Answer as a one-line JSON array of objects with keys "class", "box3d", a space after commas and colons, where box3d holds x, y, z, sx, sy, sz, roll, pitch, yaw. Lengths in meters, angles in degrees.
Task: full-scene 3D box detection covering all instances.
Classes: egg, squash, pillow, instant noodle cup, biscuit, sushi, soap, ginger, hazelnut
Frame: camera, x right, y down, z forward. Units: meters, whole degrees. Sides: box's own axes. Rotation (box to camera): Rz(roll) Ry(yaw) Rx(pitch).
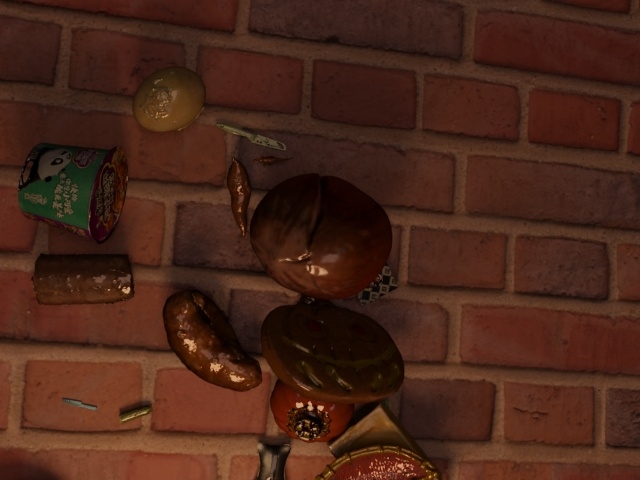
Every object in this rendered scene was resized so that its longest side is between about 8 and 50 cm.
[{"class": "egg", "box3d": [-0.395, -0.366, 1.666, 0.201, 0.164, 0.164, -34, 93, -11]}, {"class": "squash", "box3d": [-0.481, 0.452, 1.660, 0.083, 0.027, 0.027, -19, 90, -12]}, {"class": "pillow", "box3d": [-0.130, 0.610, 1.700, 0.091, 0.055, 0.136, 2, 82, 22]}, {"class": "instant noodle cup", "box3d": [-0.613, -0.131, 1.579, 0.190, 0.251, 0.251, 12, 84, 0]}, {"class": "biscuit", "box3d": [0.032, 0.264, 1.642, 0.394, 0.070, 0.350, 4, 42, -35]}, {"class": "sushi", "box3d": [0.141, 0.105, 1.797, 0.120, 0.026, 0.126, -25, 95, -13]}, {"class": "soap", "box3d": [0.180, 0.607, 1.725, 0.199, 0.091, 0.315, -37, 93, 0]}, {"class": "ginger", "box3d": [-0.288, 0.267, 1.650, 0.321, 0.172, 0.165, 49, 42, -9]}, {"class": "hazelnut", "box3d": [0.000, 0.000, 1.618, 0.372, 0.372, 0.315, 4, 113, -10]}]

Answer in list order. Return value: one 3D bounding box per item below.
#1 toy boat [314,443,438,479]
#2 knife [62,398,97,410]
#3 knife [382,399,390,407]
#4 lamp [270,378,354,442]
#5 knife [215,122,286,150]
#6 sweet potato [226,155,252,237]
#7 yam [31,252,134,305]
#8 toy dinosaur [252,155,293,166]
[{"class": "toy boat", "box3d": [0.136, 0.596, 1.632, 0.317, 0.099, 0.141, -7, 93, 0]}, {"class": "knife", "box3d": [-0.623, 0.424, 1.648, 0.091, 0.005, 0.014, 16, 85, -8]}, {"class": "knife", "box3d": [0.187, 0.535, 1.778, 0.078, 0.022, 0.166, -25, 90, -6]}, {"class": "lamp", "box3d": [-0.022, 0.425, 1.659, 0.223, 0.196, 0.223, 3, 120, 6]}, {"class": "knife", "box3d": [-0.193, -0.287, 1.768, 0.207, 0.014, 0.030, 17, 82, -9]}, {"class": "sweet potato", "box3d": [-0.218, -0.122, 1.734, 0.068, 0.068, 0.226, -7, 106, -11]}, {"class": "yam", "box3d": [-0.591, 0.096, 1.616, 0.238, 0.128, 0.129, -3, 121, -5]}, {"class": "toy dinosaur", "box3d": [-0.133, -0.222, 1.763, 0.113, 0.041, 0.026, -1, 83, -15]}]
